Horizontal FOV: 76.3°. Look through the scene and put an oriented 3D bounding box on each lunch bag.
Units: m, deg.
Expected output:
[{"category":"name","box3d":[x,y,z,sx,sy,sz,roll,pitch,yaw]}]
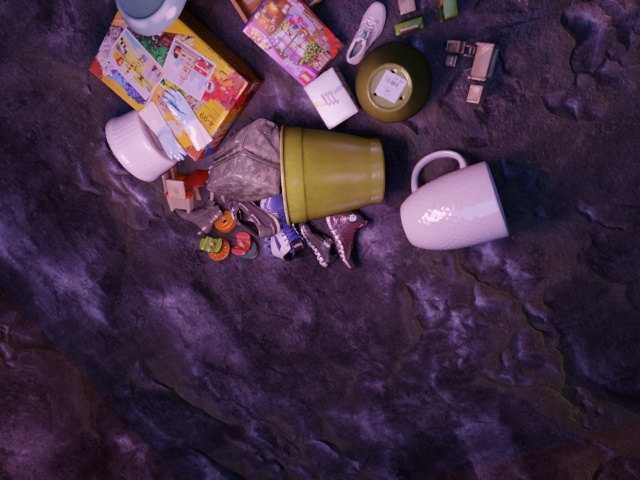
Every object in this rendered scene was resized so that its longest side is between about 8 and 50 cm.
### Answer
[{"category":"lunch bag","box3d":[-0.276,-0.299,1.528,0.212,0.305,0.256,19,75,-33]}]

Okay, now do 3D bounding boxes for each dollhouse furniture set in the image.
[{"category":"dollhouse furniture set","box3d":[0.302,-0.829,1.275,0.197,0.151,0.301,-10,110,16]},{"category":"dollhouse furniture set","box3d":[-0.517,-0.231,1.647,0.262,0.259,0.135,7,123,7]},{"category":"dollhouse furniture set","box3d":[0.500,-0.575,1.392,0.161,0.101,0.182,23,118,30]}]

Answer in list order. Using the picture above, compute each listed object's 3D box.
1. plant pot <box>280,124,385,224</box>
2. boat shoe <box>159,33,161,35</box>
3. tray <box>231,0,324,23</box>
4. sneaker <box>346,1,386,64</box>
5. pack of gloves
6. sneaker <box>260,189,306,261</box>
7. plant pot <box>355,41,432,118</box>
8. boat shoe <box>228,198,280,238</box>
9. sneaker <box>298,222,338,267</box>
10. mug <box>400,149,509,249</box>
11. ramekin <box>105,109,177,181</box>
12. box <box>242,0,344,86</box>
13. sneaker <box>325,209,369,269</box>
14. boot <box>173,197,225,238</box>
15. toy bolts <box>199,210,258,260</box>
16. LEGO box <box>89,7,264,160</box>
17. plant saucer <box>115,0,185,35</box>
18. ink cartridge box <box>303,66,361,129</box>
[{"category":"plant pot","box3d":[0.049,-0.245,1.492,0.353,0.366,0.366,-3,112,1]},{"category":"boat shoe","box3d":[-0.525,-0.748,1.341,0.043,0.049,0.137,13,118,-41]},{"category":"tray","box3d":[-0.094,-0.874,1.387,0.411,0.076,0.203,-30,103,21]},{"category":"sneaker","box3d":[0.155,-0.705,1.391,0.080,0.094,0.212,30,115,0]},{"category":"pack of gloves","box3d":[-0.536,-0.412,1.477,0.195,0.046,0.232,-28,104,21]},{"category":"sneaker","box3d":[-0.140,-0.043,1.679,0.182,0.127,0.315,25,128,38]},{"category":"plant pot","box3d":[0.233,-0.512,1.345,0.275,0.293,0.275,5,113,11]},{"category":"boat shoe","box3d":[-0.299,-0.097,1.654,0.335,0.095,0.112,27,131,40]},{"category":"sneaker","box3d":[0.000,0.000,1.734,0.106,0.078,0.234,-27,108,18]},{"category":"mug","box3d":[0.464,-0.148,1.488,0.328,0.276,0.374,-18,77,26]},{"category":"ramekin","box3d":[-0.691,-0.387,1.617,0.135,0.277,0.277,-25,105,13]},{"category":"box","box3d":[-0.090,-0.701,1.400,0.293,0.057,0.201,32,119,-32]},{"category":"sneaker","box3d":[0.138,-0.020,1.679,0.162,0.106,0.281,-20,106,16]},{"category":"boot","box3d":[-0.527,-0.123,1.788,0.246,0.083,0.161,34,82,31]},{"category":"toy bolts","box3d":[-0.378,0.001,1.811,0.228,0.158,0.218,14,74,17]},{"category":"LEGO box","box3d":[-0.528,-0.615,1.523,0.500,0.193,0.372,40,114,-6]},{"category":"plant saucer","box3d":[-0.549,-0.822,1.289,0.317,0.044,0.317,3,97,23]},{"category":"ink cartridge box","box3d":[0.047,-0.515,1.475,0.127,0.128,0.176,-27,103,21]}]
